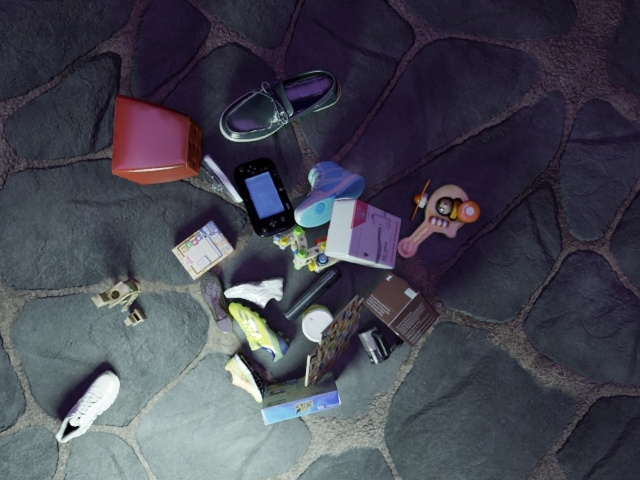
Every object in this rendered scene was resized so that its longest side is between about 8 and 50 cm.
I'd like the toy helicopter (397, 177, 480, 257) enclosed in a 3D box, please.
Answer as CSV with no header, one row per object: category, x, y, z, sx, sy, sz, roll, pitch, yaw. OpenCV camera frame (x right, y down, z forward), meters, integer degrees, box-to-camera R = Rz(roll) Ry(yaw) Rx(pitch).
toy helicopter,0.423,-0.080,1.657,0.355,0.140,0.235,-44,90,0

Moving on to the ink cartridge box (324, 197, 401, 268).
ink cartridge box,0.164,-0.019,1.563,0.282,0.117,0.208,16,80,-44

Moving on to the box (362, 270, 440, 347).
box,0.304,0.256,1.587,0.167,0.168,0.203,-47,129,-2

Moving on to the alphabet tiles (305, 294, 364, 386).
alphabet tiles,0.055,0.361,1.534,0.011,0.285,0.342,27,43,26

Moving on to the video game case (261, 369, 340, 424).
video game case,-0.072,0.570,1.562,0.269,0.244,0.061,-13,91,-3

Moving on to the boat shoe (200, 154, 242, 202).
boat shoe,-0.393,-0.227,1.642,0.076,0.080,0.229,-39,90,3

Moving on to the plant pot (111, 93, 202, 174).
plant pot,-0.570,-0.347,1.532,0.235,0.267,0.268,3,89,-1

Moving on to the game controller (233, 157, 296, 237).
game controller,-0.213,-0.168,1.621,0.166,0.067,0.319,-23,74,-1

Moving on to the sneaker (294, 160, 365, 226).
sneaker,-0.010,-0.184,1.599,0.319,0.127,0.208,-32,53,-27

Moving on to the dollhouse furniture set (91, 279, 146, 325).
dollhouse furniture set,-0.714,0.236,1.563,0.101,0.182,0.161,-36,91,-3

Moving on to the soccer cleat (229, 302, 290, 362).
soccer cleat,-0.249,0.352,1.626,0.289,0.093,0.121,40,74,-4

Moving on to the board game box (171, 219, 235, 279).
board game box,-0.453,0.036,1.649,0.193,0.045,0.147,-36,91,-3

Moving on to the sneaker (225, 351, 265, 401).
sneaker,-0.292,0.540,1.640,0.094,0.081,0.209,-35,85,4

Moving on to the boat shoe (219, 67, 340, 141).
boat shoe,-0.156,-0.527,1.622,0.499,0.156,0.187,-21,92,-2

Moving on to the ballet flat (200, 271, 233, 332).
ballet flat,-0.400,0.241,1.649,0.084,0.058,0.250,-23,86,-7

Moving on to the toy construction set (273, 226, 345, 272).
toy construction set,0.000,0.000,1.634,0.327,0.151,0.215,-27,68,-9

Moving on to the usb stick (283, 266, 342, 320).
usb stick,-0.030,0.207,1.638,0.278,0.077,0.045,-43,59,7

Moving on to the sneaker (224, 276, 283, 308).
sneaker,-0.253,0.211,1.638,0.231,0.090,0.116,-8,93,-2

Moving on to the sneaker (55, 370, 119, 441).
sneaker,-0.867,0.624,1.583,0.110,0.118,0.292,35,86,0

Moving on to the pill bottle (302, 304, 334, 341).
pill bottle,-0.011,0.302,1.586,0.117,0.208,0.118,0,88,-3

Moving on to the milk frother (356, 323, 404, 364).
milk frother,0.241,0.391,1.667,0.143,0.129,0.135,-26,91,-46
